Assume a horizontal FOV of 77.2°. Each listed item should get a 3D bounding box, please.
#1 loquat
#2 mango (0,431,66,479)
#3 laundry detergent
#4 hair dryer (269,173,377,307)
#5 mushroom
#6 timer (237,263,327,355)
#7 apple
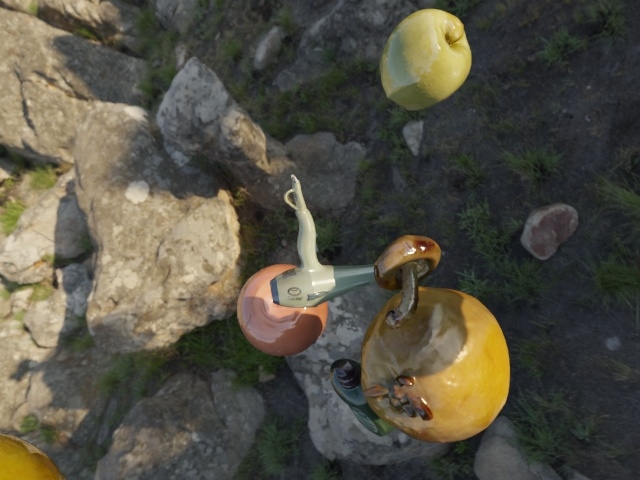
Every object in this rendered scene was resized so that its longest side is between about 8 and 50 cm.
[{"bbox_3d":[0.170,0.180,0.603,0.193,0.238,0.238,-3,71,46],"label":"loquat"},{"bbox_3d":[-0.374,0.243,0.196,0.301,0.445,0.220,34,120,34],"label":"mango"},{"bbox_3d":[0.070,0.289,0.781,0.078,0.221,0.144,-42,40,-12],"label":"laundry detergent"},{"bbox_3d":[0.018,0.008,0.581,0.067,0.167,0.199,-125,42,-62],"label":"hair dryer"},{"bbox_3d":[0.103,0.048,0.522,0.073,0.088,0.129,21,70,23],"label":"mushroom"},{"bbox_3d":[-0.095,0.176,1.017,0.215,0.230,0.229,94,180,-70],"label":"timer"},{"bbox_3d":[0.220,-0.375,0.849,0.200,0.200,0.200,-22,57,40],"label":"apple"}]
